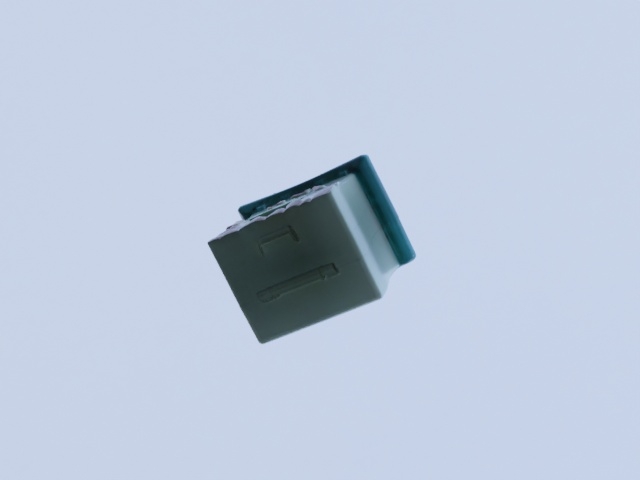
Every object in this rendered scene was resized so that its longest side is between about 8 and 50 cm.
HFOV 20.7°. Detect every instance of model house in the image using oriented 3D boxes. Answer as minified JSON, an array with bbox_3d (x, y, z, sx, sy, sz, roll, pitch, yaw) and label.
[{"bbox_3d":[0.000,0.000,1.421,0.127,0.149,0.100,-22,-81,24],"label":"model house"}]
